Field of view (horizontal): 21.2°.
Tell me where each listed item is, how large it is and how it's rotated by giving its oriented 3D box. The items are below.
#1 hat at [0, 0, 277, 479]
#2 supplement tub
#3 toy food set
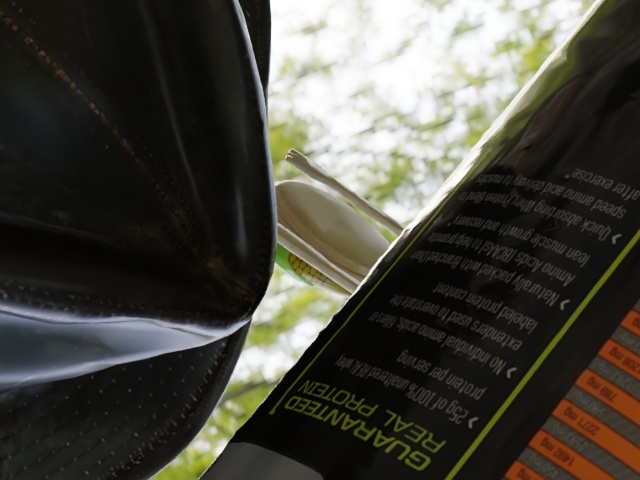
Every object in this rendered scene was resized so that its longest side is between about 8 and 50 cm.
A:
[{"bbox_3d":[-0.091,-0.040,0.493,0.134,0.331,0.331,8,-136,45],"label":"hat"},{"bbox_3d":[0.094,0.072,0.487,0.338,0.207,0.207,-49,-141,-15],"label":"supplement tub"},{"bbox_3d":[0.000,0.000,1.271,0.038,0.132,0.192,-54,-178,19],"label":"toy food set"}]
